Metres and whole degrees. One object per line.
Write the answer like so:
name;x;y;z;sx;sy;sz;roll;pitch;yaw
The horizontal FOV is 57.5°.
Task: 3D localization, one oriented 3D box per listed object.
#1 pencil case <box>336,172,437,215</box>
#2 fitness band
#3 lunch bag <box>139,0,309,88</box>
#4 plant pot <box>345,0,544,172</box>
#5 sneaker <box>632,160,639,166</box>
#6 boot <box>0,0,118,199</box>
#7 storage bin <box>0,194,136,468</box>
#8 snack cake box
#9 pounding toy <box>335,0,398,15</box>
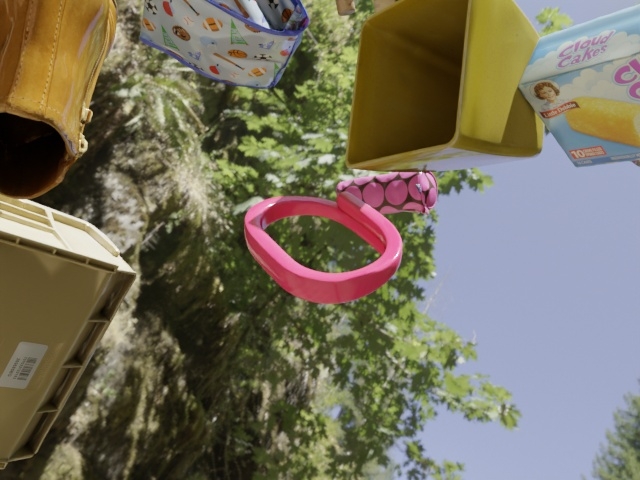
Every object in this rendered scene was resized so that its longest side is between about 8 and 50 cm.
pencil case;0.134;-0.091;1.219;0.209;0.095;0.098;-6;-101;35
fitness band;0.000;0.000;0.932;0.291;0.208;0.054;41;-37;47
lunch bag;-0.239;-0.580;1.518;0.385;0.239;0.328;29;-20;-10
plant pot;0.177;-0.188;0.761;0.187;0.212;0.212;11;-7;-31
sneaker;0.476;-0.127;0.805;0.069;0.098;0.038;47;-6;18
boot;-0.224;-0.134;0.462;0.104;0.211;0.295;10;-12;-23
storage bin;-0.367;0.083;0.586;0.123;0.262;0.260;33;4;40
snack cake box;0.373;-0.174;0.628;0.152;0.089;0.264;40;-22;-27
pounding toy;0.129;-0.413;1.046;0.205;0.181;0.094;-5;-79;24
